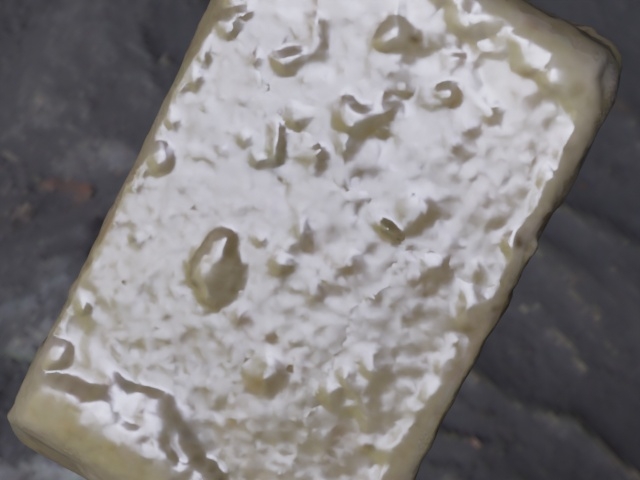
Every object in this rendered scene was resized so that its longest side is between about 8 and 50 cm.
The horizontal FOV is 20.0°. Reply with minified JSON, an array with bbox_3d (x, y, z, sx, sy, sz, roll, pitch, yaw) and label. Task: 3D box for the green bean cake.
[{"bbox_3d":[0.000,0.000,0.511,0.109,0.179,0.085,27,11,3],"label":"green bean cake"}]
